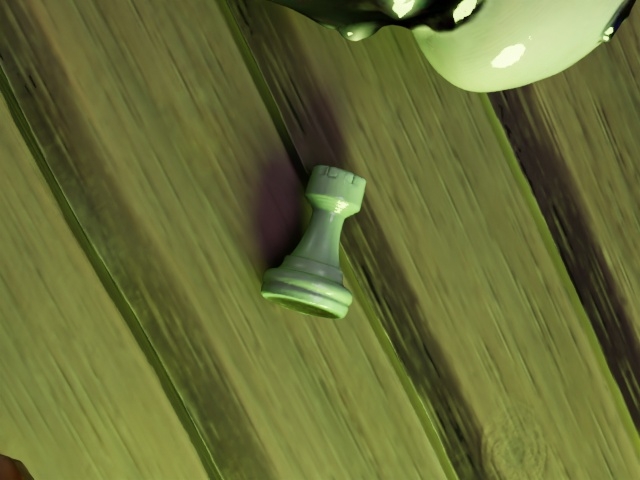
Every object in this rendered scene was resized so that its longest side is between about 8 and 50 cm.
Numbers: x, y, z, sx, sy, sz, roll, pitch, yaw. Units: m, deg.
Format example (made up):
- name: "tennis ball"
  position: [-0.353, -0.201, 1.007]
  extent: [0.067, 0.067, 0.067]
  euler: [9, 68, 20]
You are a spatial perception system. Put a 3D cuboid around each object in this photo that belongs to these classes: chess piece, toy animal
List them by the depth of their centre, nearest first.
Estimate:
- name: "toy animal"
  position: [0.087, -0.214, 1.230]
  extent: [0.267, 0.212, 0.212]
  euler: [20, 89, -33]
- name: "chess piece"
  position: [0.000, 0.000, 1.293]
  extent: [0.067, 0.067, 0.103]
  euler: [21, 78, -30]

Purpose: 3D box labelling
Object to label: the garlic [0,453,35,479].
- name: "garlic"
  position: [-0.312, 0.270, 1.144]
  extent: [0.338, 0.151, 0.196]
  euler: [-32, 85, -13]
